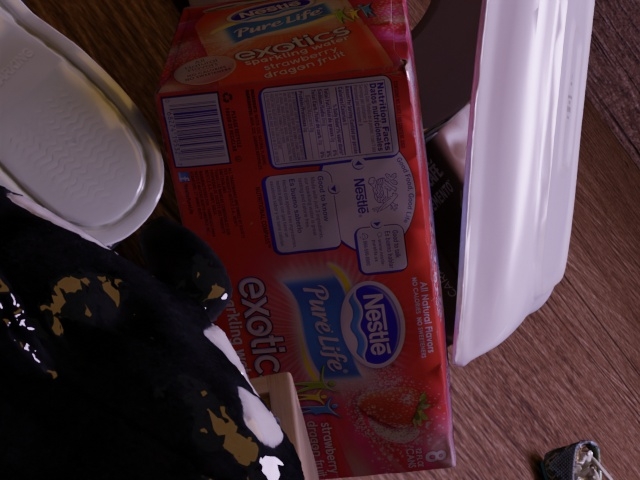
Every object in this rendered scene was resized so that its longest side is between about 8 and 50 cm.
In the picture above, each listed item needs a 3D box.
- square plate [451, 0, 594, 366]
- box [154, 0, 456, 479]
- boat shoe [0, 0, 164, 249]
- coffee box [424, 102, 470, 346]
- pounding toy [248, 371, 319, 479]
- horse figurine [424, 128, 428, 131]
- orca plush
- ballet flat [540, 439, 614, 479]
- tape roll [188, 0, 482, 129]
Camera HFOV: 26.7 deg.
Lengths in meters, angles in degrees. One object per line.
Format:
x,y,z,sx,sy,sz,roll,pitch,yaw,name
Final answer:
0.150,-0.099,0.927,0.347,0.049,0.344,-8,104,-76,square plate
0.000,0.000,0.750,0.122,0.128,0.256,-85,168,-59,box
-0.202,-0.111,0.661,0.114,0.091,0.302,-38,98,-26,boat shoe
0.097,-0.010,1.146,0.141,0.098,0.246,56,27,-3,coffee box
-0.071,0.127,0.554,0.130,0.141,0.100,-100,178,-49,pounding toy
0.111,-0.079,1.380,0.174,0.066,0.263,57,19,-5,horse figurine
-0.115,0.007,0.499,0.287,0.151,0.102,55,-17,20,orca plush
0.240,0.248,1.184,0.070,0.070,0.188,43,24,-35,ballet flat
0.037,-0.226,1.107,0.286,0.286,0.100,56,19,-3,tape roll
